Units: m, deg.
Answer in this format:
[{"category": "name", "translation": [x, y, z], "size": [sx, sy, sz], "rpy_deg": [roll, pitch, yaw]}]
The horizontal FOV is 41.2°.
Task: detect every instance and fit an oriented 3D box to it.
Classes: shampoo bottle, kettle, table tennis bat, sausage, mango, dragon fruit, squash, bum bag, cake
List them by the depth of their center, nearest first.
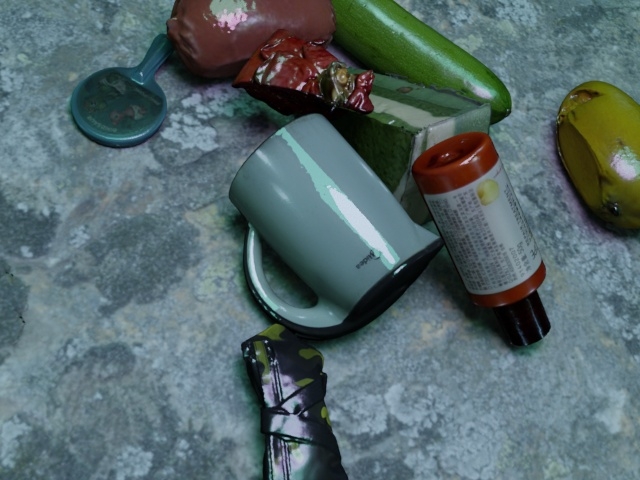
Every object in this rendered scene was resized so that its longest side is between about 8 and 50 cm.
[{"category": "bum bag", "translation": [-0.032, 0.201, 0.963], "size": [0.106, 0.060, 0.233], "rpy_deg": [5, 60, -24]}, {"category": "kettle", "translation": [0.000, 0.000, 1.052], "size": [0.221, 0.161, 0.236], "rpy_deg": [-41, 78, -3]}, {"category": "shampoo bottle", "translation": [0.213, 0.009, 1.059], "size": [0.104, 0.104, 0.278], "rpy_deg": [-41, 115, -32]}, {"category": "dragon fruit", "translation": [-0.020, -0.188, 1.099], "size": [0.192, 0.123, 0.092], "rpy_deg": [23, 39, 30]}, {"category": "table tennis bat", "translation": [-0.258, -0.210, 1.169], "size": [0.124, 0.033, 0.201], "rpy_deg": [27, 61, 1]}, {"category": "cake", "translation": [0.083, -0.132, 1.205], "size": [0.158, 0.172, 0.283], "rpy_deg": [-23, 35, -33]}, {"category": "sausage", "translation": [-0.102, -0.309, 1.208], "size": [0.254, 0.148, 0.148], "rpy_deg": [-21, 67, -30]}, {"category": "mango", "translation": [0.439, -0.135, 1.262], "size": [0.167, 0.130, 0.262], "rpy_deg": [-5, 56, -25]}, {"category": "squash", "translation": [0.118, -0.290, 1.276], "size": [0.395, 0.107, 0.107], "rpy_deg": [38, 57, 12]}]
